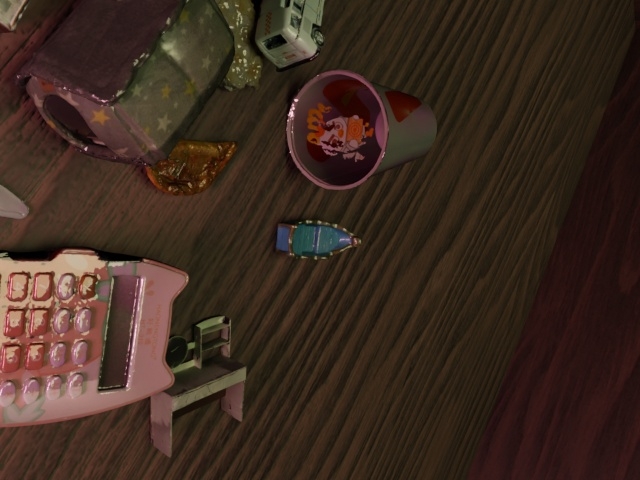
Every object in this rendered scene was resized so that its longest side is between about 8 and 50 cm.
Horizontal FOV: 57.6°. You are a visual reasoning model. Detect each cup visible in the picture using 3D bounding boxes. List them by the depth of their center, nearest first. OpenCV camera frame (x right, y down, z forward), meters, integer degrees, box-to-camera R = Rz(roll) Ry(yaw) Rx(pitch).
[{"bbox_3d":[0.097,-0.204,1.071,0.288,0.203,0.203,-16,113,-55],"label":"cup"}]

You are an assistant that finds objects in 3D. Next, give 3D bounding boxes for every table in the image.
[{"bbox_3d":[-0.190,0.222,0.910,0.146,0.062,0.175,-14,113,-49],"label":"table"}]

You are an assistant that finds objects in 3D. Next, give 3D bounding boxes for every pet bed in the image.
[{"bbox_3d":[-0.221,-0.209,0.647,0.211,0.183,0.159,-60,144,-20],"label":"pet bed"}]

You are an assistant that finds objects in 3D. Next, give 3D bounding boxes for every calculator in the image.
[{"bbox_3d":[-0.323,0.114,0.715,0.330,0.048,0.220,5,98,-46],"label":"calculator"}]

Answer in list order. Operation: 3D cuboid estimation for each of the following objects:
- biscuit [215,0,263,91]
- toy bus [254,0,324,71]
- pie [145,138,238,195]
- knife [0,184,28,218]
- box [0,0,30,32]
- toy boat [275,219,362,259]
[{"bbox_3d":[-0.158,-0.331,0.811,0.290,0.038,0.141,44,65,-50],"label":"biscuit"},{"bbox_3d":[-0.043,-0.363,0.888,0.089,0.087,0.194,27,64,-47],"label":"toy bus"},{"bbox_3d":[-0.195,-0.107,0.832,0.191,0.033,0.088,-7,113,-57],"label":"pie"},{"bbox_3d":[-0.409,-0.056,0.584,0.244,0.032,0.058,2,89,-57],"label":"knife"},{"bbox_3d":[-0.320,-0.398,0.582,0.180,0.047,0.325,37,70,-49],"label":"box"},{"bbox_3d":[0.000,0.000,1.073,0.185,0.077,0.075,3,97,-52],"label":"toy boat"}]
